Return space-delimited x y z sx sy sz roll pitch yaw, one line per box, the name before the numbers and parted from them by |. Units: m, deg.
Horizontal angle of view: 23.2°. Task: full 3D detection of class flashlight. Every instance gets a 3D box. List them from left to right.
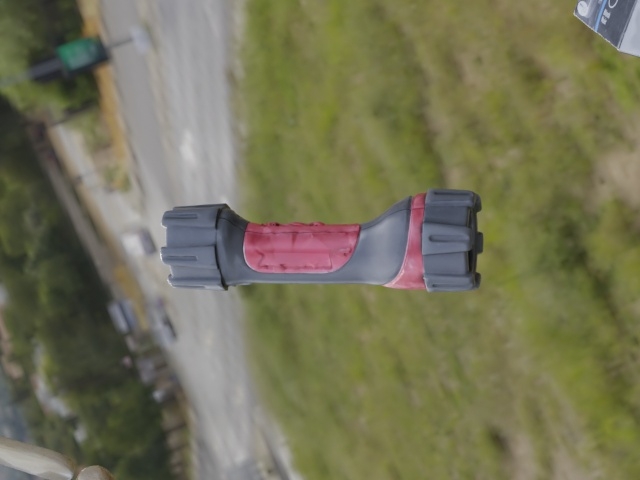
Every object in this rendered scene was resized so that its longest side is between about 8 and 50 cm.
flashlight | 0.000 0.000 1.491 0.103 0.304 0.103 -7 -82 -78

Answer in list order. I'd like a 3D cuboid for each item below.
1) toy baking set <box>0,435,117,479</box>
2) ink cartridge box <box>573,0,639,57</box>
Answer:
toy baking set | -0.149 0.132 0.714 0.256 0.197 0.030 66 -147 -54
ink cartridge box | 0.391 -0.384 1.767 0.165 0.065 0.332 -114 40 -66
